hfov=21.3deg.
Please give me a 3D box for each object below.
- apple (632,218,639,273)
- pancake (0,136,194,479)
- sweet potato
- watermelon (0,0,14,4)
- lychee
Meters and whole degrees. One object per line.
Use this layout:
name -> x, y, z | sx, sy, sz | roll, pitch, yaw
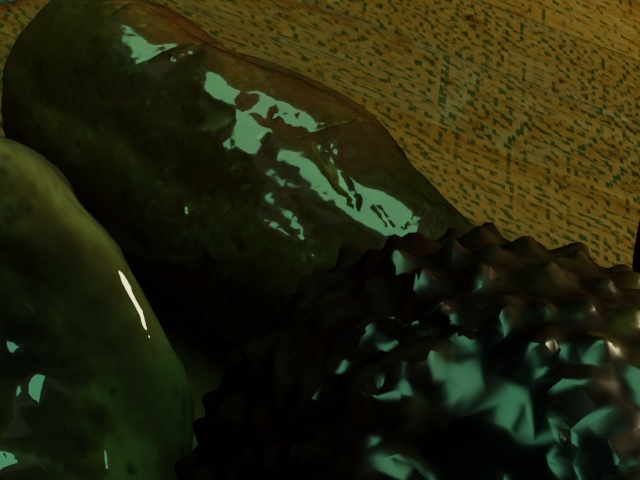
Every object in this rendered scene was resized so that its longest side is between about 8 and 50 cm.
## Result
apple -> 0.250, 0.032, 0.610 | 0.251, 0.206, 0.272 | -3, 44, -37
pancake -> -0.132, 0.059, 0.421 | 0.235, 0.029, 0.212 | -21, 95, -37
sweet potato -> 0.000, 0.000, 0.605 | 0.251, 0.097, 0.097 | 33, 37, 5
watermelon -> -0.228, -0.211, 0.699 | 0.318, 0.148, 0.226 | 7, 33, -25
lychee -> 0.048, 0.087, 0.456 | 0.188, 0.188, 0.188 | 15, 38, -12
